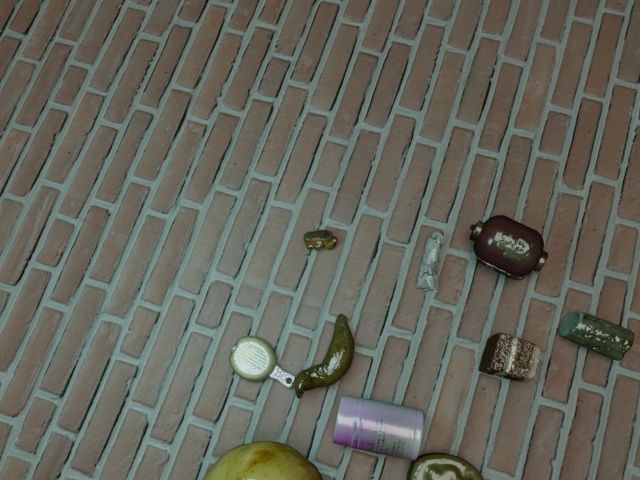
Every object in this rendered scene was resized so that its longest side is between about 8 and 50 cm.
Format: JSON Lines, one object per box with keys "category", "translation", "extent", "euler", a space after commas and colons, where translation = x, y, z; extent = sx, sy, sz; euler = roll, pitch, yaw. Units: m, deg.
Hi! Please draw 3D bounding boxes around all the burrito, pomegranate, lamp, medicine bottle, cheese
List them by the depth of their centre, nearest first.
{"category": "pomegranate", "translation": [-0.181, 0.755, 1.641], "extent": [0.410, 0.410, 0.409], "euler": [0, 75, 2]}
{"category": "medicine bottle", "translation": [0.173, 0.563, 1.807], "extent": [0.254, 0.152, 0.152], "euler": [11, 75, 5]}
{"category": "cheese", "translation": [-0.181, 0.398, 1.909], "extent": [0.227, 0.064, 0.137], "euler": [28, 81, 10]}
{"category": "lamp", "translation": [0.599, 0.021, 1.929], "extent": [0.258, 0.180, 0.180], "euler": [25, 77, 9]}
{"category": "burrito", "translation": [0.366, 0.069, 1.983], "extent": [0.064, 0.064, 0.203], "euler": [14, 76, 6]}

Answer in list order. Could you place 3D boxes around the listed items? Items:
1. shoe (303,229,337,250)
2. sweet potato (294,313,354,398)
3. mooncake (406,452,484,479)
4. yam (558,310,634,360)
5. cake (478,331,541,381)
{"category": "shoe", "translation": [-0.002, -0.002, 2.012], "extent": [0.109, 0.069, 0.072], "euler": [-13, 50, -10]}
{"category": "sweet potato", "translation": [0.031, 0.383, 1.892], "extent": [0.124, 0.098, 0.310], "euler": [37, 69, 0]}
{"category": "mooncake", "translation": [0.362, 0.738, 1.774], "extent": [0.235, 0.117, 0.234], "euler": [0, 78, 2]}
{"category": "yam", "translation": [0.864, 0.294, 1.881], "extent": [0.194, 0.107, 0.107], "euler": [22, 77, 8]}
{"category": "cake", "translation": [0.589, 0.369, 1.858], "extent": [0.147, 0.135, 0.134], "euler": [23, 76, 3]}
